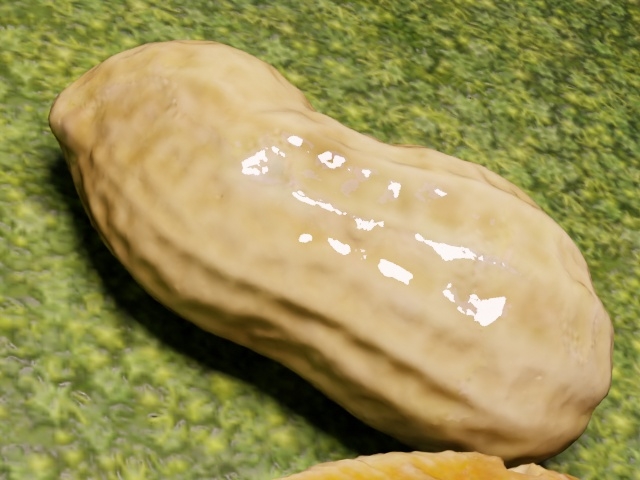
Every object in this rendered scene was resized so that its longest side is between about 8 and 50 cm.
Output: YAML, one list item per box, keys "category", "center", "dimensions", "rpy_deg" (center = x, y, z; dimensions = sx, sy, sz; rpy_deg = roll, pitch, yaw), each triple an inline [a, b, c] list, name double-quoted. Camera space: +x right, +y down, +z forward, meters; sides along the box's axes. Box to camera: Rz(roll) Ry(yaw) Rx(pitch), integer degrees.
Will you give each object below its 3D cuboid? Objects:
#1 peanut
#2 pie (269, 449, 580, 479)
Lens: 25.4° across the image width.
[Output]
- category: "peanut"
  center: [0.000, 0.000, 0.687]
  dimensions: [0.305, 0.147, 0.147]
  rpy_deg: [27, 38, 8]
- category: "pie"
  center: [0.076, 0.216, 0.517]
  dimensions: [0.339, 0.083, 0.339]
  rpy_deg: [14, 39, -11]
